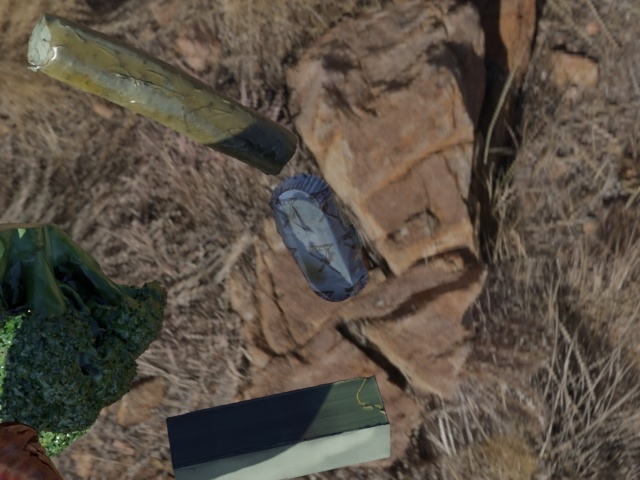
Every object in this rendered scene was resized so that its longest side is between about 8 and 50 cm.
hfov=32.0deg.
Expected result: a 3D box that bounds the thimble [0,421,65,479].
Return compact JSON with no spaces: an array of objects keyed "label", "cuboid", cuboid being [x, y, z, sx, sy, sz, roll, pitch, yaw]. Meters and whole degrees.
[{"label":"thimble","cuboid":[-0.292,0.348,0.980,0.230,0.350,0.350,-26,69,-18]}]

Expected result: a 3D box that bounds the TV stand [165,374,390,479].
[{"label":"TV stand","cuboid":[-0.051,0.247,1.397,0.269,0.088,0.083,-10,49,-6]}]

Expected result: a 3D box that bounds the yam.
[{"label":"yam","cuboid":[-0.193,-0.184,1.431,0.371,0.083,0.083,22,74,-27]}]

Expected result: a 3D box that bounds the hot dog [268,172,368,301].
[{"label":"hot dog","cuboid":[0.000,0.000,1.417,0.099,0.192,0.053,-10,32,31]}]

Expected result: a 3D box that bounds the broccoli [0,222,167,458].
[{"label":"broccoli","cuboid":[-0.399,0.136,1.424,0.413,0.310,0.321,-1,35,-10]}]
